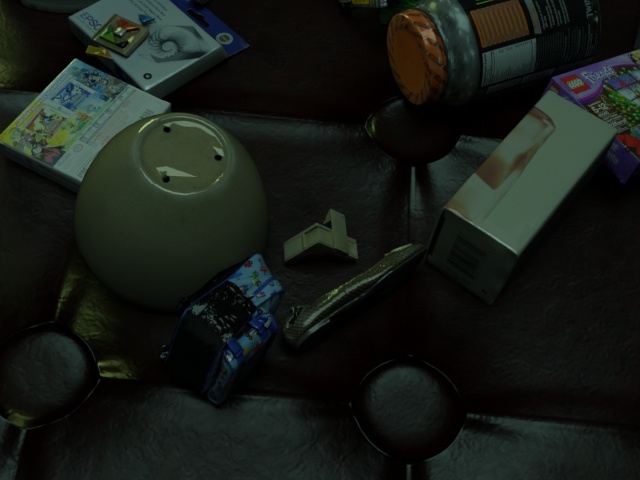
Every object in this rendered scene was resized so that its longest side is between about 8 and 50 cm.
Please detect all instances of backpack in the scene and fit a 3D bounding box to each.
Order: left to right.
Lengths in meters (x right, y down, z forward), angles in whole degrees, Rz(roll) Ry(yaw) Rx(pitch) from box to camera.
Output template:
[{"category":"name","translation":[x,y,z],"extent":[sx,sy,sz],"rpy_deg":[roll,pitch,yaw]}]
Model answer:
[{"category":"backpack","translation":[-0.113,0.108,1.251],"extent":[0.117,0.158,0.173],"rpy_deg":[39,49,10]}]

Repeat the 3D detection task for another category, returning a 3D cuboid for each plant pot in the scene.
[{"category":"plant pot","translation":[-0.197,-0.067,1.307],"extent":[0.284,0.191,0.284],"rpy_deg":[6,61,-11]}]

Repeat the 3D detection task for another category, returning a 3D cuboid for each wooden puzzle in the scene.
[{"category":"wooden puzzle","translation":[-0.330,-0.341,1.554],"extent":[0.078,0.014,0.116],"rpy_deg":[22,61,10]}]

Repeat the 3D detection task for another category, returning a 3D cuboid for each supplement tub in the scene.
[{"category":"supplement tub","translation":[0.283,-0.336,1.554],"extent":[0.316,0.193,0.193],"rpy_deg":[-17,59,-16]}]

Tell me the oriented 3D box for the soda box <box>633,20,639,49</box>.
[{"category":"soda box","translation":[0.657,-0.462,1.732],"extent":[0.098,0.091,0.286],"rpy_deg":[19,57,8]}]

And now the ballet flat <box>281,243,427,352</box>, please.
[{"category":"ballet flat","translation":[0.047,0.069,1.333],"extent":[0.250,0.084,0.058],"rpy_deg":[-34,66,-18]}]

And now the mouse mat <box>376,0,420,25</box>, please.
[{"category":"mouse mat","translation":[0.204,-0.434,1.725],"extent":[0.189,0.007,0.153],"rpy_deg":[11,56,1]}]

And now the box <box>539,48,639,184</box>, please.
[{"category":"box","translation":[0.529,-0.216,1.541],"extent":[0.293,0.057,0.201],"rpy_deg":[-22,60,-33]}]

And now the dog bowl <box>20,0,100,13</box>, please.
[{"category":"dog bowl","translation":[-0.449,-0.566,1.699],"extent":[0.348,0.102,0.349],"rpy_deg":[2,57,-3]}]

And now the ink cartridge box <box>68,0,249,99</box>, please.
[{"category":"ink cartridge box","translation":[-0.274,-0.357,1.607],"extent":[0.224,0.045,0.223],"rpy_deg":[-37,67,-25]}]

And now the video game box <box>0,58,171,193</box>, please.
[{"category":"video game box","translation":[-0.367,-0.174,1.475],"extent":[0.187,0.048,0.205],"rpy_deg":[28,58,10]}]

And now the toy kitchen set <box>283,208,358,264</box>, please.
[{"category":"toy kitchen set","translation":[0.000,0.000,1.401],"extent":[0.083,0.075,0.068],"rpy_deg":[23,49,-39]}]

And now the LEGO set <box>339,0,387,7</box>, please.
[{"category":"LEGO set","translation":[0.167,-0.520,1.612],"extent":[0.331,0.255,0.192],"rpy_deg":[-8,16,-21]}]

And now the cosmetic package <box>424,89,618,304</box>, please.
[{"category":"cosmetic package","translation":[0.298,-0.067,1.400],"extent":[0.129,0.153,0.296],"rpy_deg":[36,59,16]}]

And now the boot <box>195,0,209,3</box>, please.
[{"category":"boot","translation":[-0.227,-0.481,1.691],"extent":[0.084,0.059,0.158],"rpy_deg":[6,47,3]}]
